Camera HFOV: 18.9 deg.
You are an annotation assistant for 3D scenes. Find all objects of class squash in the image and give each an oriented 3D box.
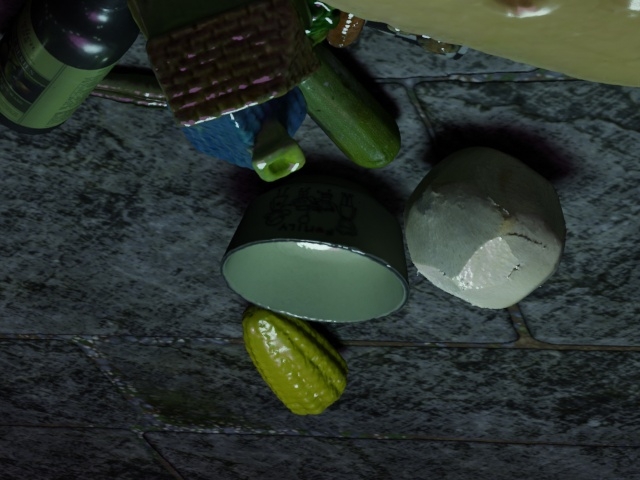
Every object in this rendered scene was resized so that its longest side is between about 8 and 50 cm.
[{"bbox_3d":[0.014,-0.139,1.892,0.066,0.066,0.229,-7,149,30],"label":"squash"}]

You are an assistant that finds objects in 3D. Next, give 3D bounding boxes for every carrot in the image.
[{"bbox_3d":[0.036,-0.228,1.726,0.036,0.035,0.165,13,145,-9],"label":"carrot"}]

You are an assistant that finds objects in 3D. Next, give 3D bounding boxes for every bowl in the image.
[{"bbox_3d":[0.000,0.000,2.129,0.211,0.112,0.211,7,156,3],"label":"bowl"}]

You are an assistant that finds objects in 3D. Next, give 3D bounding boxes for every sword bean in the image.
[{"bbox_3d":[-0.182,-0.150,1.965,0.269,0.038,0.043,8,130,2],"label":"sword bean"}]

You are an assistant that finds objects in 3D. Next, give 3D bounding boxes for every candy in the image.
[{"bbox_3d":[-0.043,0.143,2.470,0.106,0.094,0.199,0,148,30],"label":"candy"}]

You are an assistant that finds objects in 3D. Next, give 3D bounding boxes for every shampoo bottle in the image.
[{"bbox_3d":[-0.232,-0.196,1.807,0.101,0.101,0.284,19,152,-21],"label":"shampoo bottle"}]

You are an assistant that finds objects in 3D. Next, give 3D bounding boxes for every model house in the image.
[{"bbox_3d":[-0.058,-0.163,1.654,0.195,0.189,0.214,-16,148,4],"label":"model house"}]

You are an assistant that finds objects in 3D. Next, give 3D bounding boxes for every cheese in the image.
[{"bbox_3d":[0.208,-0.245,1.493,0.384,0.104,0.384,5,163,1],"label":"cheese"}]

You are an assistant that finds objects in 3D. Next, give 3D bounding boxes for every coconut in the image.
[{"bbox_3d":[0.166,-0.014,1.993,0.162,0.161,0.161,20,154,-39],"label":"coconut"}]

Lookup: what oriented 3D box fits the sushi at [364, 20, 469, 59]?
[{"bbox_3d":[0.111,-0.214,1.739,0.139,0.031,0.201,19,153,-19],"label":"sushi"}]
